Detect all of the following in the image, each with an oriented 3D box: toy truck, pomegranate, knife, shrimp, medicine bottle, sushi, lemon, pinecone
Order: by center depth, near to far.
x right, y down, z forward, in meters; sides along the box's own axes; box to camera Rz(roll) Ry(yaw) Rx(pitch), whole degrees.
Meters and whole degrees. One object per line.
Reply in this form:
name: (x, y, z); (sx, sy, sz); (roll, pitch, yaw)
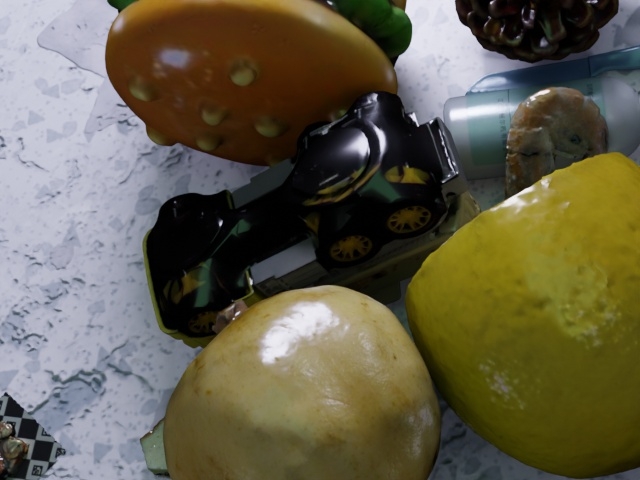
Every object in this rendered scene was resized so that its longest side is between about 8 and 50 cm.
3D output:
lemon: (0.292, 0.103, 1.754); (0.364, 0.364, 0.364); (-5, 66, 11)
pomegranate: (-0.022, 0.207, 1.759); (0.332, 0.332, 0.333); (-5, 66, 11)
toy truck: (0.000, 0.000, 1.914); (0.405, 0.254, 0.181); (-26, 53, 15)
shrimp: (0.285, -0.081, 1.924); (0.126, 0.223, 0.047); (1, 26, -5)
medicine bottle: (0.334, -0.147, 1.969); (0.351, 0.110, 0.110); (-7, 66, 11)
pinecone: (0.268, -0.336, 1.976); (0.246, 0.292, 0.246); (4, 109, 11)
sushi: (-0.409, 0.269, 2.015); (0.126, 0.026, 0.120); (40, 80, 25)
knife: (0.342, -0.221, 2.055); (0.313, 0.019, 0.045); (-8, 68, 12)

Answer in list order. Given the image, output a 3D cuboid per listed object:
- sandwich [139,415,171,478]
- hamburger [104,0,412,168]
sandwich: (-0.167, 0.261, 1.955); (0.105, 0.036, 0.093); (36, 78, 23)
hamburger: (-0.075, -0.262, 1.957); (0.395, 0.396, 0.278); (2, 64, 14)
